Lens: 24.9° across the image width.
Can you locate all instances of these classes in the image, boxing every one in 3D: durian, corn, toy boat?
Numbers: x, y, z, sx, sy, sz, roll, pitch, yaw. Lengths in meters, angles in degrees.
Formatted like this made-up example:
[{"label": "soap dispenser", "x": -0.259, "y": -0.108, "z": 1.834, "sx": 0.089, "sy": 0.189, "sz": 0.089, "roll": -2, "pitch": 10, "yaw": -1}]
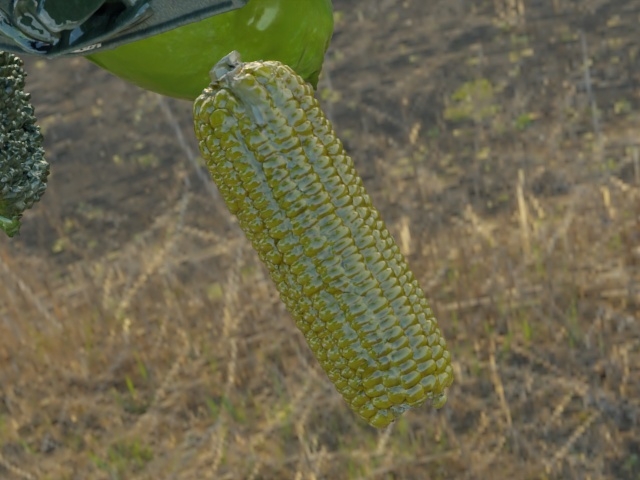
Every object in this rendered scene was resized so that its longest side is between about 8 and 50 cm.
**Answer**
[{"label": "durian", "x": -0.131, "y": -0.239, "z": 1.213, "sx": 0.339, "sy": 0.204, "sz": 0.256, "roll": 37, "pitch": 30, "yaw": -4}, {"label": "corn", "x": 0.000, "y": 0.000, "z": 0.836, "sx": 0.080, "sy": 0.238, "sz": 0.080, "roll": -27, "pitch": 3, "yaw": 2}, {"label": "toy boat", "x": -0.154, "y": -0.156, "z": 0.766, "sx": 0.319, "sy": 0.141, "sz": 0.092, "roll": -5, "pitch": 45, "yaw": 54}]

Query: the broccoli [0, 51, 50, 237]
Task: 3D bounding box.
[{"label": "broccoli", "x": -0.462, "y": -0.086, "z": 1.358, "sx": 0.397, "sy": 0.353, "sz": 0.275, "roll": -12, "pitch": 37, "yaw": -9}]
